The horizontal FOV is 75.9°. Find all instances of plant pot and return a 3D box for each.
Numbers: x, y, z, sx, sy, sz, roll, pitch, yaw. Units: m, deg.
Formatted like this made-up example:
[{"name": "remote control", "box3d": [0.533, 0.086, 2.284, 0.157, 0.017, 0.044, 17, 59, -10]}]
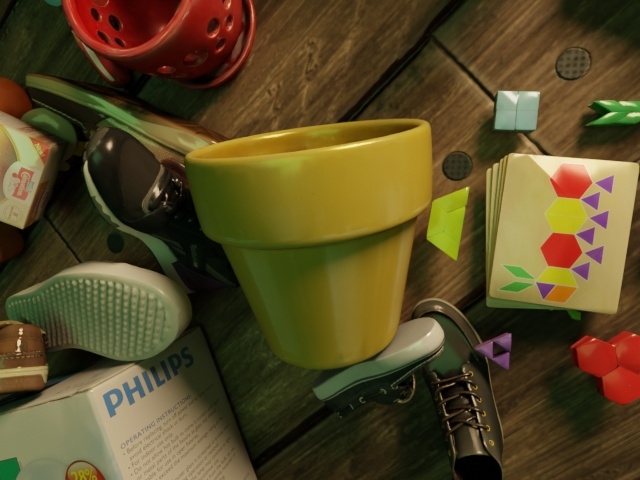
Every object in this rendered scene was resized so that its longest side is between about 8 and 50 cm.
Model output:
[{"name": "plant pot", "box3d": [0.000, 0.000, 0.468, 0.254, 0.254, 0.239, -2, 110, 18]}, {"name": "plant pot", "box3d": [-0.186, -0.300, 0.521, 0.191, 0.174, 0.191, 2, 97, 18]}]

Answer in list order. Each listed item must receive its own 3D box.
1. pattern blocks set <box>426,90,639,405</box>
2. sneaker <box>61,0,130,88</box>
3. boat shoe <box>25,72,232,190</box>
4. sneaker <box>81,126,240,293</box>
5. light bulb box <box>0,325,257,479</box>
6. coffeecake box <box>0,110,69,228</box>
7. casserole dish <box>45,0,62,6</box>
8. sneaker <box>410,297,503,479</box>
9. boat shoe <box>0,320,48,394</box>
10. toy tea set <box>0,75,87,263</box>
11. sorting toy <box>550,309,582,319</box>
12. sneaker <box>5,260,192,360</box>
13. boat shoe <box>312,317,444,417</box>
[{"name": "pattern blocks set", "box3d": [0.269, -0.003, 0.471, 0.285, 0.026, 0.325, 16, 95, 11]}, {"name": "sneaker", "box3d": [-0.300, -0.350, 0.601, 0.128, 0.087, 0.221, -18, 112, -1]}, {"name": "boat shoe", "box3d": [-0.281, -0.141, 0.599, 0.342, 0.123, 0.123, 23, 106, 5]}, {"name": "sneaker", "box3d": [-0.165, -0.032, 0.522, 0.124, 0.283, 0.107, -2, 55, 13]}, {"name": "light bulb box", "box3d": [-0.312, 0.369, 0.605, 0.357, 0.225, 0.361, -21, 90, 19]}, {"name": "coffeecake box", "box3d": [-0.504, -0.123, 0.610, 0.185, 0.068, 0.142, 24, 104, -17]}, {"name": "casserole dish", "box3d": [-0.385, -0.458, 0.641, 0.114, 0.037, 0.188, 25, 103, 14]}, {"name": "sneaker", "box3d": [0.167, 0.181, 0.487, 0.083, 0.118, 0.222, -23, 88, 19]}, {"name": "boat shoe", "box3d": [-0.431, 0.160, 0.576, 0.257, 0.095, 0.095, -18, 73, 42]}, {"name": "toy tea set", "box3d": [-0.547, -0.120, 0.709, 0.200, 0.124, 0.336, 32, 103, -18]}, {"name": "sorting toy", "box3d": [0.289, 0.055, 0.490, 0.083, 0.012, 0.062, 45, 106, 9]}, {"name": "sneaker", "box3d": [-0.299, 0.073, 0.593, 0.365, 0.150, 0.135, -5, 113, 30]}, {"name": "boat shoe", "box3d": [0.076, 0.171, 0.511, 0.076, 0.080, 0.228, 50, 128, 3]}]
